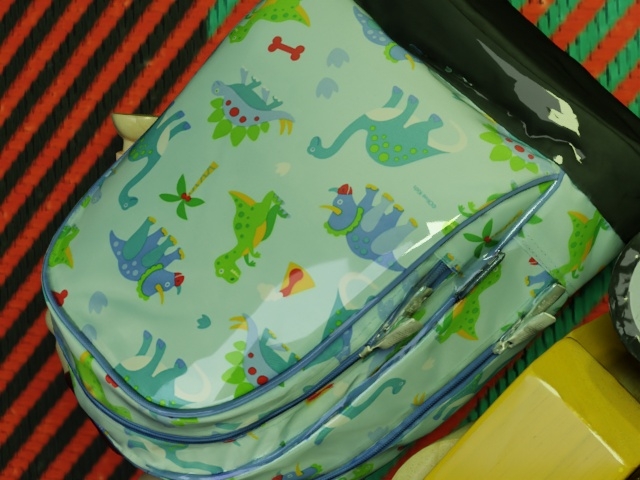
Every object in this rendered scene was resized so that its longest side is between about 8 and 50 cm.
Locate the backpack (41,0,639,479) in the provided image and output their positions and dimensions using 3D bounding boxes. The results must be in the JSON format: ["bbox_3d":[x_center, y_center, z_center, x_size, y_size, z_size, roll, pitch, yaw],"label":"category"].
[{"bbox_3d":[0.000,0.000,1.183,0.355,0.273,0.290,-50,65,17],"label":"backpack"}]

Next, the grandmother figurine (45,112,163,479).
[{"bbox_3d":[-0.093,0.085,1.353,0.208,0.104,0.342,7,95,25],"label":"grandmother figurine"}]

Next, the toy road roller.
[{"bbox_3d":[0.221,0.139,1.111,0.240,0.202,0.329,48,110,12],"label":"toy road roller"}]
